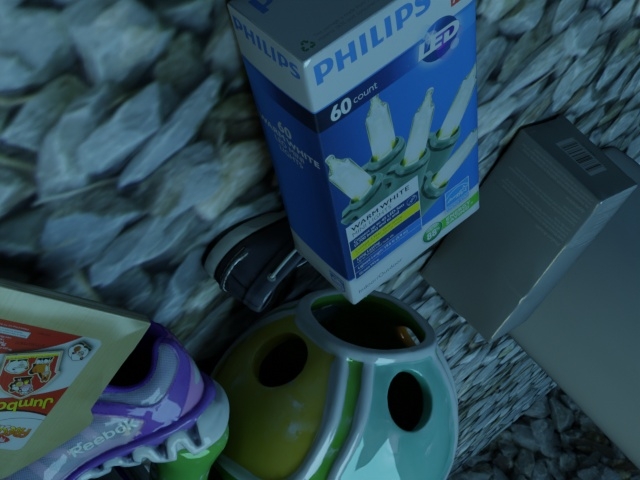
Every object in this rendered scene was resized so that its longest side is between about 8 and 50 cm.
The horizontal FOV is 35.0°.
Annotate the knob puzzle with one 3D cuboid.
[{"bbox_3d":[-0.227,0.095,0.632,0.213,0.030,0.213,-20,139,-18],"label":"knob puzzle"}]

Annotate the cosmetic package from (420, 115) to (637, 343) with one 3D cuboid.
[{"bbox_3d":[0.234,-0.009,1.171,0.107,0.127,0.238,-21,152,-45],"label":"cosmetic package"}]

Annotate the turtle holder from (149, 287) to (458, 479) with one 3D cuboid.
[{"bbox_3d":[-0.019,0.164,0.960,0.320,0.243,0.227,11,115,-17],"label":"turtle holder"}]

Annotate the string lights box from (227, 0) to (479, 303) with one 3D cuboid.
[{"bbox_3d":[0.034,-0.082,0.686,0.133,0.077,0.260,-37,148,-15],"label":"string lights box"}]

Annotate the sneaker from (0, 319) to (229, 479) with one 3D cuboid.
[{"bbox_3d":[-0.189,0.129,0.736,0.236,0.095,0.104,-23,126,-13],"label":"sneaker"}]

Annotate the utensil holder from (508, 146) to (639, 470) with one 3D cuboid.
[{"bbox_3d":[0.452,0.104,1.414,0.327,0.385,0.327,-37,159,-17],"label":"utensil holder"}]

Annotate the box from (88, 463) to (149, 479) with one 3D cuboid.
[{"bbox_3d":[-0.218,0.250,0.926,0.126,0.072,0.137,-41,158,-7],"label":"box"}]

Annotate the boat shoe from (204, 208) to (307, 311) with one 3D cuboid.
[{"bbox_3d":[0.000,0.000,0.849,0.206,0.065,0.075,-27,154,-37],"label":"boat shoe"}]
